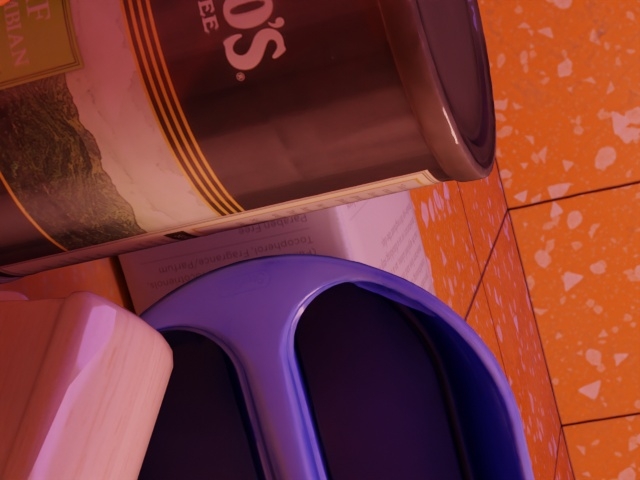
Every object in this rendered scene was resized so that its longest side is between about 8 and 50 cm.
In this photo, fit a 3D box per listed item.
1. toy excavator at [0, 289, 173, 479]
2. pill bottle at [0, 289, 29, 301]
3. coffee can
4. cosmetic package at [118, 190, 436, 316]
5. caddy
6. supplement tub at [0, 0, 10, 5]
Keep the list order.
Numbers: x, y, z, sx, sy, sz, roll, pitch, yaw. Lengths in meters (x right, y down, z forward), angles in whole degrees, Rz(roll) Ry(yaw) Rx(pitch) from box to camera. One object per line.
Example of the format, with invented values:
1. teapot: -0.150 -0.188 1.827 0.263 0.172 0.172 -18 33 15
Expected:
1. toy excavator: -0.205 -0.043 0.209 0.445 0.433 0.222 147 -39 -68
2. pill bottle: -0.133 0.135 0.527 0.119 0.119 0.208 -65 139 -64
3. coffee can: -0.067 -0.100 0.631 0.201 0.275 0.201 -13 90 -73
4. cosmetic package: -0.003 0.086 0.905 0.230 0.162 0.453 -46 123 -70
5. caddy: -0.002 0.170 0.669 0.179 0.241 0.341 -128 -157 -81
6. supplement tub: -0.190 -0.243 0.383 0.207 0.207 0.337 -55 146 -68
